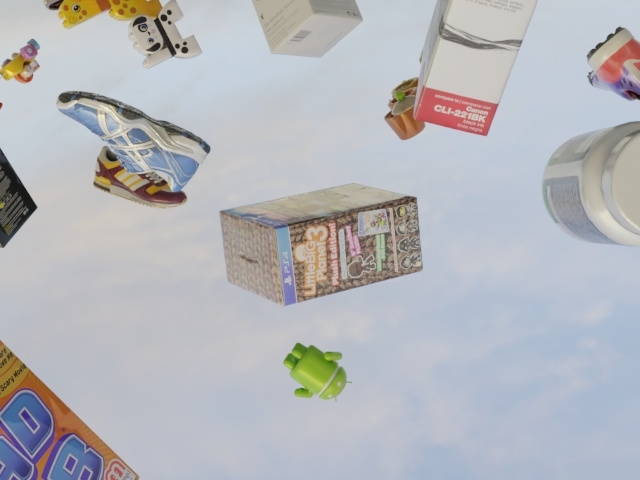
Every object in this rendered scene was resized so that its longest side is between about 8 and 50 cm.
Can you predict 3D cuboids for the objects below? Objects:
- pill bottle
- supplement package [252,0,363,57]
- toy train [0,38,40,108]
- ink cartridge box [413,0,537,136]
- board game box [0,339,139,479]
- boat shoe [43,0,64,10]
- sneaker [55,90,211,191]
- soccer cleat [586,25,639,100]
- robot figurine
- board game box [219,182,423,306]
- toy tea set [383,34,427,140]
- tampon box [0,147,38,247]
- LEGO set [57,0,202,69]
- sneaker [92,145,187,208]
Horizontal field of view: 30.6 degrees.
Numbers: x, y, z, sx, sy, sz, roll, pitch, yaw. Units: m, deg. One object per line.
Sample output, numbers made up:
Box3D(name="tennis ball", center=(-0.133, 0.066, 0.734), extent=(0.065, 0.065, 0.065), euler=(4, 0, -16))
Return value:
Box3D(name="pill bottle", center=(0.508, -0.092, 1.941), extent=(0.204, 0.204, 0.361), euler=(-21, -177, -3))
Box3D(name="supplement package", center=(-0.046, -0.487, 2.211), extent=(0.134, 0.244, 0.139), euler=(-4, 156, -44))
Box3D(name="toy train", center=(-0.443, -0.221, 1.639), extent=(0.166, 0.046, 0.125), euler=(-46, -162, -21))
Box3D(name="ink cartridge box", center=(0.220, -0.316, 1.618), extent=(0.114, 0.273, 0.197), euler=(13, -136, -1))
Box3D(name="board game box", center=(-0.586, 0.435, 1.863), extent=(0.356, 0.356, 0.356), euler=(-18, -147, 35))
Box3D(name="boat shoe", center=(-0.328, -0.428, 1.890), extent=(0.324, 0.096, 0.116), euler=(3, -170, 30))
Box3D(name="sneaker", center=(-0.254, -0.134, 1.548), extent=(0.081, 0.211, 0.080), euler=(-63, -166, 8))
Box3D(name="soccer cleat", center=(0.540, -0.287, 2.053), extent=(0.108, 0.116, 0.318), euler=(-40, 169, 12))
Box3D(name="robot figurine", center=(-0.005, 0.221, 1.961), extent=(0.101, 0.115, 0.067), euler=(-53, -178, 15))
Box3D(name="board game box", center=(0.000, 0.000, 2.118), extent=(0.291, 0.141, 0.232), euler=(-13, -165, -26))
Box3D(name="toy tea set", center=(0.207, -0.331, 2.423), extent=(0.200, 0.124, 0.336), euler=(-27, -163, 16))
Box3D(name="tampon box", center=(-0.581, -0.084, 1.966), extent=(0.120, 0.161, 0.101), euler=(7, -132, 31))
Box3D(name="LEGO set", center=(-0.212, -0.253, 1.101), extent=(0.093, 0.227, 0.087), euler=(-30, -172, -16))
Box3D(name="sneaker", center=(-0.323, -0.115, 2.102), extent=(0.185, 0.084, 0.069), euler=(15, -164, 13))
